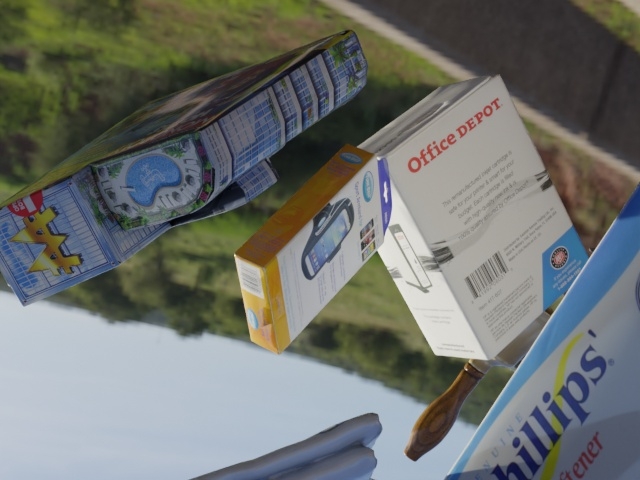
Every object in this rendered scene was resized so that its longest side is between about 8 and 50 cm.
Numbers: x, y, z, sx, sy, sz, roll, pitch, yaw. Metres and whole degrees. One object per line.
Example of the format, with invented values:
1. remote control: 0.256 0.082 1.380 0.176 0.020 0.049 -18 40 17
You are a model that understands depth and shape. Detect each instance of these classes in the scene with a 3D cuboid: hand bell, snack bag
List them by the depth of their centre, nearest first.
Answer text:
1. snack bag: -0.112 0.191 0.765 0.323 0.037 0.342 -21 164 -4
2. hand bell: 0.178 0.163 1.529 0.126 0.242 0.126 35 -172 -5

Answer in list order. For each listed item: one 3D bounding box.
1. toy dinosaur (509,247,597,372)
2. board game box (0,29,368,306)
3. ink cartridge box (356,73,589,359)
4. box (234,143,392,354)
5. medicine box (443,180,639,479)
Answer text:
1. toy dinosaur: 0.339 0.084 1.646 0.268 0.118 0.064 -31 130 32
2. board game box: -0.090 -0.039 0.749 0.194 0.060 0.194 -12 -159 44
3. ink cartridge box: 0.126 -0.021 1.122 0.086 0.148 0.203 -2 121 58
4. box: 0.000 0.000 0.831 0.028 0.136 0.081 22 141 27
5. medicine box: 0.254 0.108 0.807 0.289 0.263 0.149 8 -152 -50
